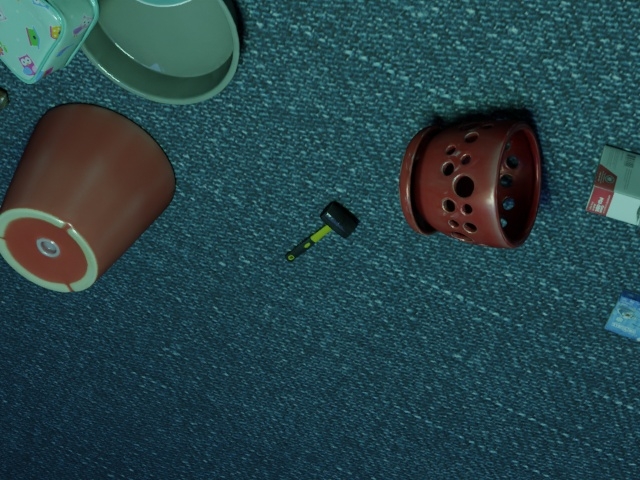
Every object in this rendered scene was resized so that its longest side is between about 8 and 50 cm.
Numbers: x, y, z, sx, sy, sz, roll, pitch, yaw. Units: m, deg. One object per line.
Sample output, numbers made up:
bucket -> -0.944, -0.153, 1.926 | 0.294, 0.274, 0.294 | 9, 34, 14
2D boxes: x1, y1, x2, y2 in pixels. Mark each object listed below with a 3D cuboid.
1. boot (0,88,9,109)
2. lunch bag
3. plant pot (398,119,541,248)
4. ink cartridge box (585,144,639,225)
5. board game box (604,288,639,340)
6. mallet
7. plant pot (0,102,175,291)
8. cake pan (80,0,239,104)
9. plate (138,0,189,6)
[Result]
boot -> -0.613, -0.252, 2.271 | 0.114, 0.037, 0.106 | 30, 140, -13
lunch bag -> -0.476, -0.393, 1.967 | 0.279, 0.108, 0.224 | 50, 143, 2
plant pot -> 0.223, -0.090, 1.931 | 0.174, 0.191, 0.191 | 8, 136, 30
ink cartridge box -> 0.470, -0.074, 1.889 | 0.135, 0.099, 0.056 | 18, 137, 9
board game box -> 0.528, 0.129, 2.124 | 0.090, 0.020, 0.090 | 19, 139, 6
mallet -> 0.000, 0.000, 2.236 | 0.062, 0.039, 0.190 | 35, 141, -6
plant pot -> -0.422, -0.061, 2.216 | 0.275, 0.243, 0.275 | 13, 136, 13
cake pan -> -0.255, -0.343, 1.994 | 0.293, 0.054, 0.293 | 13, 136, 13
plate -> -0.225, -0.433, 1.854 | 0.188, 0.024, 0.188 | 1, 99, 7
